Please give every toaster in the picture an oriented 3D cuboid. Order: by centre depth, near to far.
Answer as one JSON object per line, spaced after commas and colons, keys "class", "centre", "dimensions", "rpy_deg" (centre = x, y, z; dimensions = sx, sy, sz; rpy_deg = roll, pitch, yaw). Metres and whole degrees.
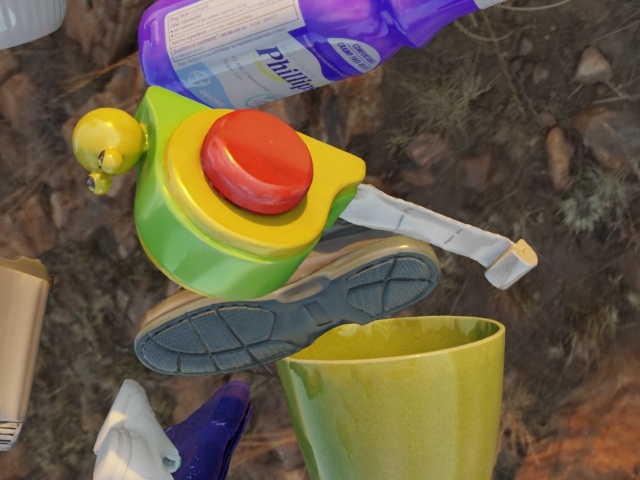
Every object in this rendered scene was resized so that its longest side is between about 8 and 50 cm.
{"class": "toaster", "centre": [-0.293, 0.074, 0.633], "dimensions": [0.129, 0.227, 0.146], "rpy_deg": [-4, 75, 26]}

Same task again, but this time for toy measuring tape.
{"class": "toy measuring tape", "centre": [0.000, 0.000, 0.561], "dimensions": [0.330, 0.121, 0.121], "rpy_deg": [21, 127, -19]}

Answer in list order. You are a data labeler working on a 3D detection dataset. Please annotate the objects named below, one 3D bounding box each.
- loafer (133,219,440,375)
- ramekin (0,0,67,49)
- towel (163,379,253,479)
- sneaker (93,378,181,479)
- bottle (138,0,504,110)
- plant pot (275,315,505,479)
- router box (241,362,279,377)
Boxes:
{"class": "loafer", "centre": [-0.031, 0.042, 0.758], "dimensions": [0.267, 0.084, 0.096], "rpy_deg": [-18, 132, 6]}
{"class": "ramekin", "centre": [-0.353, -0.251, 0.868], "dimensions": [0.207, 0.207, 0.109], "rpy_deg": [6, 119, 29]}
{"class": "towel", "centre": [-0.211, 0.364, 1.300], "dimensions": [0.076, 0.308, 0.227], "rpy_deg": [45, 118, -12]}
{"class": "sneaker", "centre": [-0.202, 0.230, 0.993], "dimensions": [0.094, 0.212, 0.080], "rpy_deg": [22, 100, -15]}
{"class": "bottle", "centre": [0.000, -0.173, 0.677], "dimensions": [0.283, 0.118, 0.092], "rpy_deg": [-13, 74, 23]}
{"class": "plant pot", "centre": [0.096, 0.258, 1.043], "dimensions": [0.275, 0.275, 0.293], "rpy_deg": [-5, 93, 32]}
{"class": "router box", "centre": [-0.135, 0.185, 1.450], "dimensions": [0.133, 0.179, 0.046], "rpy_deg": [7, 72, 9]}
